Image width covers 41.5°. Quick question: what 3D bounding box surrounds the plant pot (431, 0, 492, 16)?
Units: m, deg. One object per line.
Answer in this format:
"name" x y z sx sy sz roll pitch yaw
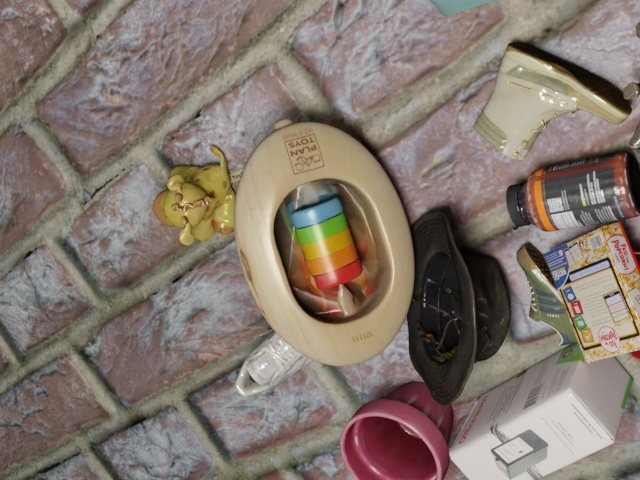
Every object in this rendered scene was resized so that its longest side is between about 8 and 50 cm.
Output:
"plant pot" 0.202 -0.463 1.232 0.166 0.165 0.234 -12 114 33

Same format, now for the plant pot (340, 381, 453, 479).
"plant pot" 0.165 0.369 1.612 0.201 0.180 0.201 12 117 25

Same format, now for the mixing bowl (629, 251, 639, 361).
"mixing bowl" 0.538 0.096 1.310 0.181 0.098 0.181 36 133 51

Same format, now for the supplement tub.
"supplement tub" 0.396 -0.072 1.328 0.198 0.106 0.106 -10 107 33

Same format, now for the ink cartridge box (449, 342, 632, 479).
"ink cartridge box" 0.377 0.304 1.452 0.114 0.198 0.273 49 126 0

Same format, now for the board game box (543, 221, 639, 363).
"board game box" 0.444 0.085 1.329 0.147 0.045 0.193 -36 70 61

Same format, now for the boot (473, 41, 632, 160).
"boot" 0.355 -0.192 1.314 0.213 0.077 0.165 33 123 19

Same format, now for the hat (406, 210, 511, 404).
"hat" 0.250 0.112 1.459 0.134 0.331 0.331 -2 117 -13

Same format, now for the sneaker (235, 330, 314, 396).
"sneaker" -0.057 0.224 1.690 0.114 0.152 0.305 48 125 4

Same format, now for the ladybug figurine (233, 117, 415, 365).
"ladybug figurine" 0.000 0.000 1.507 0.305 0.162 0.449 -16 99 -11

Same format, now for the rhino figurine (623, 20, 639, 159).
"rhino figurine" 0.495 -0.222 1.209 0.073 0.106 0.243 38 133 48

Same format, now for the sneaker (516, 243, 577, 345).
"sneaker" 0.382 0.102 1.438 0.192 0.064 0.086 47 121 -1

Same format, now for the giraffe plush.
"giraffe plush" -0.249 -0.072 1.650 0.210 0.170 0.181 -35 92 36

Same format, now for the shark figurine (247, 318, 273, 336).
"shark figurine" -0.091 0.052 1.677 0.116 0.166 0.278 37 143 45
